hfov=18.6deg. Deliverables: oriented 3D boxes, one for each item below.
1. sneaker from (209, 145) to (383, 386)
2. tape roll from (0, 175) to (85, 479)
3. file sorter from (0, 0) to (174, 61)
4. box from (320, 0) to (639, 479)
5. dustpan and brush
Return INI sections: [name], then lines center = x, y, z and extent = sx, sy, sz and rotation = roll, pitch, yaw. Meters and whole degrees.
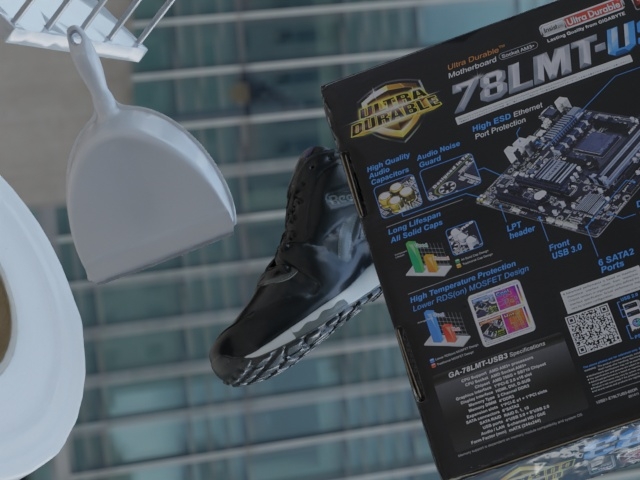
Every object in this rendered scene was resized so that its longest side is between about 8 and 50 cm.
[sneaker]
center = 0.000, 0.000, 1.509
extent = 0.124, 0.283, 0.107
rotation = 50, -31, 5
[tape roll]
center = -0.293, 0.050, 1.319
extent = 0.100, 0.286, 0.286
rotation = -30, -118, 29
[file sorter]
center = -0.262, -0.315, 1.972
extent = 0.193, 0.278, 0.173
rotation = 44, -74, 16
[box]
center = 0.176, -0.014, 1.184
extent = 0.073, 0.296, 0.293
rotation = 64, 7, -58
[dustpan and brush]
center = -0.174, -0.084, 1.679
extent = 0.060, 0.147, 0.211
rotation = -78, 145, -69
